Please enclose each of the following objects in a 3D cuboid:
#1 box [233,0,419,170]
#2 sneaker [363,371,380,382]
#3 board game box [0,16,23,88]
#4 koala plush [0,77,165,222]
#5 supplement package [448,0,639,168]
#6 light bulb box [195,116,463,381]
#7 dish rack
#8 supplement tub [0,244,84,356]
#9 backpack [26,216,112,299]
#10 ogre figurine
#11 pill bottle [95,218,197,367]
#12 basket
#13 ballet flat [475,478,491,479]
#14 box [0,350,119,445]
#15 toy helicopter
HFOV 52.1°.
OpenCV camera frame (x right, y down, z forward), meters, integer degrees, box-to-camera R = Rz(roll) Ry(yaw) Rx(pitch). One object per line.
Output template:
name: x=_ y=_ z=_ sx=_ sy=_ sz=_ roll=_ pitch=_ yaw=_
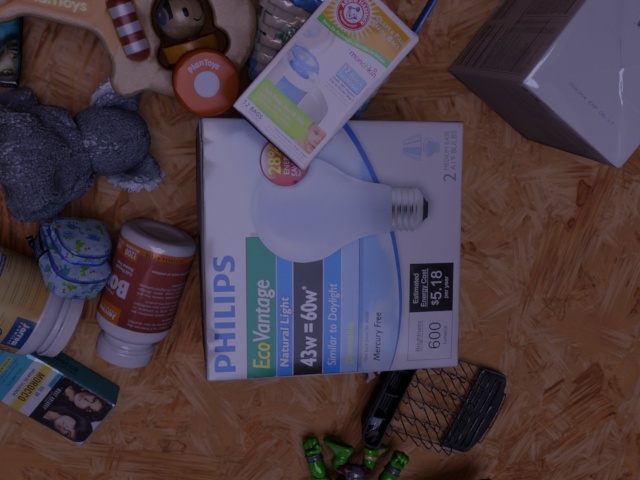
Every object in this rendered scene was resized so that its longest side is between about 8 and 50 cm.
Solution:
box: x=0.002 y=-0.198 z=0.783 sx=0.114 sy=0.103 sz=0.203 roll=42 pitch=93 yaw=-11
sneaker: x=0.041 y=0.187 z=1.158 sx=0.185 sy=0.069 sz=0.084 roll=35 pitch=93 yaw=-18
board game box: x=-0.511 y=-0.279 z=0.899 sx=0.186 sy=0.026 sz=0.126 roll=1 pitch=85 yaw=-11
koala plush: x=-0.342 y=-0.130 z=0.929 sx=0.221 sy=0.203 sz=0.196 roll=-15 pitch=104 yaw=-22
supplement package: x=0.365 y=-0.263 z=0.970 sx=0.199 sy=0.263 sz=0.198 roll=35 pitch=98 yaw=-19
light bulb box: x=0.000 y=0.000 z=0.978 sx=0.360 sy=0.225 sz=0.358 roll=-2 pitch=96 yaw=-11
dish rack: x=0.223 y=0.310 z=1.232 sx=0.271 sy=0.074 sz=0.208 roll=20 pitch=104 yaw=-17
supplement tub: x=-0.473 y=0.086 z=0.974 sx=0.199 sy=0.144 sz=0.144 roll=27 pitch=101 yaw=-32
backpack: x=-0.361 y=0.024 z=0.966 sx=0.105 sy=0.114 sz=0.084 roll=5 pitch=139 yaw=-46
ogre figurine: x=0.057 y=0.438 z=1.232 sx=0.197 sy=0.097 sz=0.118 roll=10 pitch=94 yaw=-26
pill bottle: x=-0.282 y=0.085 z=1.034 sx=0.121 sy=0.121 sz=0.216 roll=17 pitch=103 yaw=-16
basket: x=0.034 y=-0.335 z=0.915 sx=0.254 sy=0.201 sz=0.289 roll=18 pitch=114 yaw=-15
ballet flat: x=0.164 y=0.572 z=1.266 sx=0.400 sy=0.139 sz=0.139 roll=-14 pitch=110 yaw=-2
box: x=-0.465 y=0.231 z=1.079 sx=0.244 sy=0.060 sz=0.100 roll=38 pitch=98 yaw=-19
toy helicopter: x=-0.252 y=-0.299 z=0.806 sx=0.354 sy=0.140 sz=0.235 roll=7 pitch=109 yaw=-17
